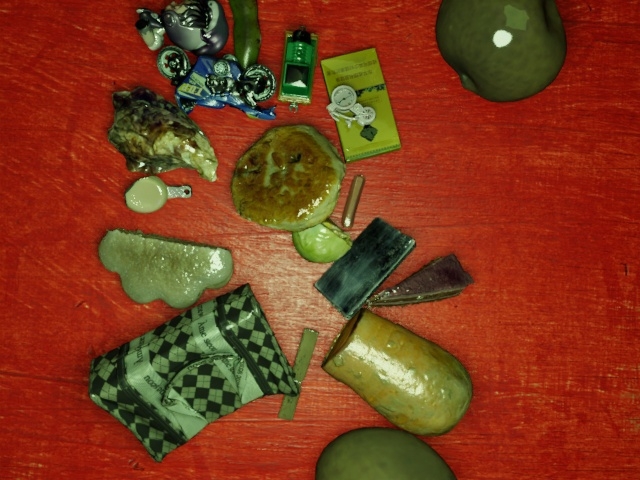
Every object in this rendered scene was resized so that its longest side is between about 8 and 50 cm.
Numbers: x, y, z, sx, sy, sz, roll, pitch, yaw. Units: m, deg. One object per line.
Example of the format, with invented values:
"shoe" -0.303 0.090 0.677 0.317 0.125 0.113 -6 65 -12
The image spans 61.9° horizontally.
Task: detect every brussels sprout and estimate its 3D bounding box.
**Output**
"brussels sprout" -0.005 0.002 1.350 0.151 0.149 0.122 39 104 15

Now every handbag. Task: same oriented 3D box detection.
"handbag" -0.276 0.327 1.264 0.416 0.180 0.317 -27 120 -2

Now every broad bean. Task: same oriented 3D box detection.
"broad bean" -0.196 -0.566 1.399 0.077 0.061 0.339 -8 88 4

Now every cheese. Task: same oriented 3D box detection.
"cheese" -0.421 -0.127 1.372 0.171 0.047 0.092 -22 110 -2

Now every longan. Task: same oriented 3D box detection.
"longan" 0.154 0.637 1.229 0.404 0.336 0.405 11 111 31
"longan" 0.446 -0.511 1.323 0.288 0.288 0.350 -34 96 -3

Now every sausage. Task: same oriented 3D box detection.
"sausage" 0.087 -0.103 1.409 0.030 0.035 0.147 19 84 -34

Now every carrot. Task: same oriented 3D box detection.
"carrot" 0.190 0.322 1.306 0.340 0.224 0.224 34 87 2

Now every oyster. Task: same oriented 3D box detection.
"oyster" -0.408 -0.255 1.343 0.271 0.100 0.275 -10 110 18

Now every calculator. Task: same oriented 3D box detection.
"calculator" 0.111 0.063 1.362 0.262 0.021 0.161 -46 46 -3

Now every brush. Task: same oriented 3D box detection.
"brush" -0.056 0.347 1.389 0.043 0.036 0.248 16 94 2

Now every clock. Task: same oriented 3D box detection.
"clock" 0.078 -0.337 1.375 0.129 0.041 0.087 38 84 5

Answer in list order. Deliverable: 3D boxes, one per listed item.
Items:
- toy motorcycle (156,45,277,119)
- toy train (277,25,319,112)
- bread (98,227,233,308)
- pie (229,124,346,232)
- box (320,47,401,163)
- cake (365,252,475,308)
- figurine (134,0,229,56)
"toy motorcycle" -0.262 -0.383 1.354 0.315 0.113 0.169 12 115 -3
"toy train" -0.056 -0.445 1.365 0.091 0.136 0.228 7 90 -3
"bread" -0.392 0.075 1.347 0.337 0.102 0.183 10 87 -1
"pie" -0.089 -0.157 1.322 0.315 0.092 0.315 -9 64 18
"box" 0.106 -0.358 1.416 0.153 0.041 0.279 -14 89 -3
"cake" 0.242 0.107 1.330 0.295 0.116 0.113 -12 71 -31
"figurine" -0.345 -0.537 1.356 0.222 0.145 0.146 -6 88 3
